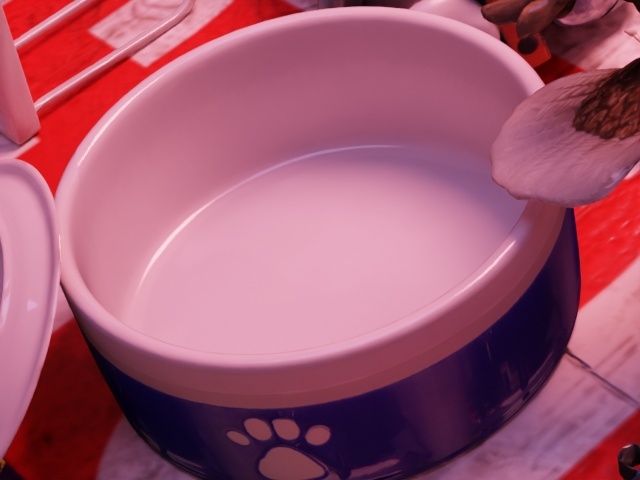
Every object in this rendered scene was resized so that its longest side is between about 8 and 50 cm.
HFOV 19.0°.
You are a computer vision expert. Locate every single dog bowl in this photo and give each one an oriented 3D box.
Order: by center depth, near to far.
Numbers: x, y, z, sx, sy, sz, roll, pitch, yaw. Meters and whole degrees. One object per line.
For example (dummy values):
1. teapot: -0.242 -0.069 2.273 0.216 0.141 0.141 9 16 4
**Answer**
1. dog bowl: 0.000 0.000 0.991 0.265 0.104 0.265 -9 43 9

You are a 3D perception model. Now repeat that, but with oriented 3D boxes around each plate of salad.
1. plate of salad: -0.180 0.055 0.983 0.200 0.048 0.200 -29 51 43

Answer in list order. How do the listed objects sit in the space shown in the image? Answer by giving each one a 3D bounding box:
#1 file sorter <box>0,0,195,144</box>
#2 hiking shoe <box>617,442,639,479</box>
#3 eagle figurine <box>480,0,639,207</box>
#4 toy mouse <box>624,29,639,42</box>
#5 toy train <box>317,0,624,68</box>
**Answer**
1. file sorter: -0.231 -0.232 1.244 0.173 0.193 0.278 -36 47 -24
2. hiking shoe: 0.256 0.134 0.762 0.304 0.113 0.132 10 37 18
3. eagle figurine: 0.241 -0.094 0.865 0.298 0.225 0.226 21 78 -16
4. toy mouse: 0.227 -0.083 1.056 0.143 0.031 0.161 25 57 36
5. toy train: 0.064 -0.215 1.184 0.190 0.142 0.334 -30 44 4
